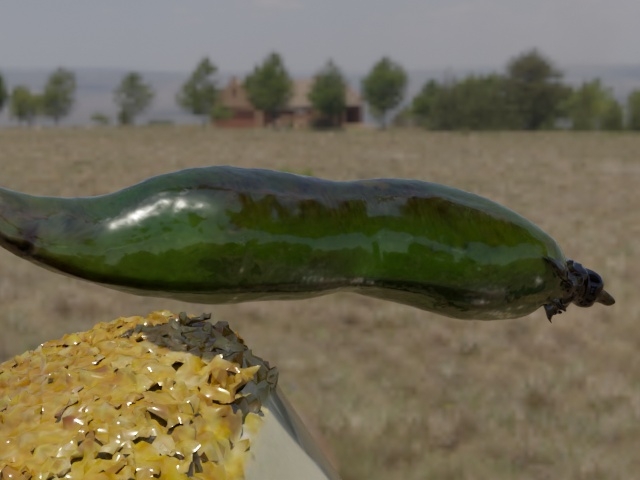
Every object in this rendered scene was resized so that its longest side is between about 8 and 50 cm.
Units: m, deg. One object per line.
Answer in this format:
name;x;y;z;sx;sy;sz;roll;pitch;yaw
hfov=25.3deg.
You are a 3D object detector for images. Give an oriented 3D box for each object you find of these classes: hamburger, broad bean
hamburger;-0.116;0.150;0.539;0.294;0.179;0.276;-37;11;49
broad bean;0.000;0.000;0.691;0.339;0.061;0.077;4;45;-20
